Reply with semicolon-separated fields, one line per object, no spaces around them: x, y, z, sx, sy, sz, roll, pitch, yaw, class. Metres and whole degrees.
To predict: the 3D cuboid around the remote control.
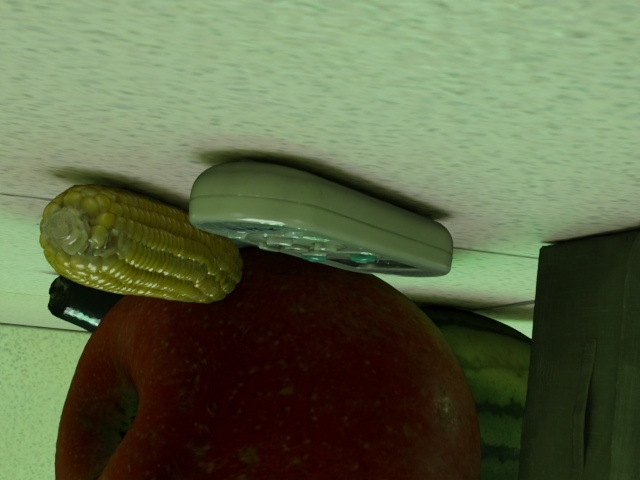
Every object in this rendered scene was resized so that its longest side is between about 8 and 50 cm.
0.007;-0.009;0.756;0.078;0.042;0.221;-1;172;32;remote control

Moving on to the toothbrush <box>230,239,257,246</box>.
0.000;0.000;0.923;0.193;0.019;0.013;1;172;41;toothbrush

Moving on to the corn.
-0.112;0.006;0.851;0.067;0.067;0.206;2;172;24;corn

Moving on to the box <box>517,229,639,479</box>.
0.225;0.118;0.838;0.155;0.231;0.149;8;172;-19;box

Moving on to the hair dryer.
-0.256;0.101;1.660;0.304;0.120;0.359;20;174;-34;hair dryer

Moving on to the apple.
-0.049;0.171;1.032;0.277;0.348;0.348;19;167;-24;apple

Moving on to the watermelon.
0.117;0.211;1.449;0.359;0.278;0.279;12;171;-20;watermelon
